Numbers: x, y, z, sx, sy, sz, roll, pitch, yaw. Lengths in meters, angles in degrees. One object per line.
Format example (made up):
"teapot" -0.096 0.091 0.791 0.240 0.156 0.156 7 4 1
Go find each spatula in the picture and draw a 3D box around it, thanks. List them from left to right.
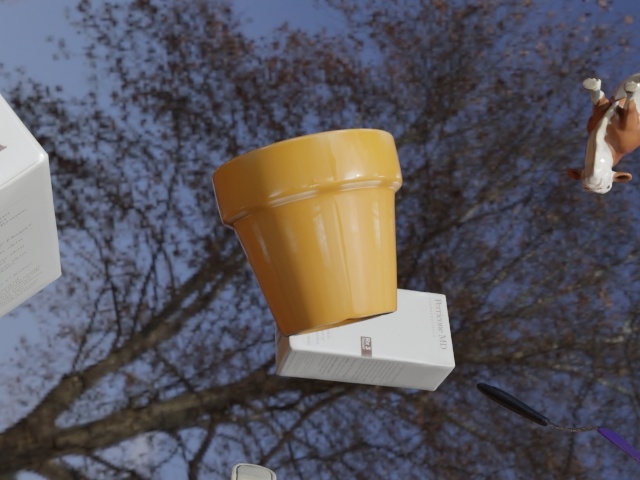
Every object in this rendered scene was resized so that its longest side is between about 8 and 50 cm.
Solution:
"spatula" 0.358 0.270 1.475 0.296 0.084 0.030 18 -92 33

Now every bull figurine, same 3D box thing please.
"bull figurine" 0.503 -0.215 1.608 0.101 0.310 0.188 33 -21 32

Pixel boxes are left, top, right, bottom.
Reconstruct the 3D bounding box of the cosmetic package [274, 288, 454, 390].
"cosmetic package" 0.057 0.126 1.346 0.085 0.231 0.117 115 -24 -53

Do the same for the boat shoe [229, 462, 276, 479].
"boat shoe" -0.111 0.382 1.386 0.254 0.095 0.079 -115 -145 -84

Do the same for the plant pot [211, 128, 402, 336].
"plant pot" 0.000 0.000 1.082 0.205 0.205 0.188 -25 -105 59

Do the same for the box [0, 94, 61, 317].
"box" -0.321 -0.015 0.702 0.168 0.215 0.345 53 -19 3
